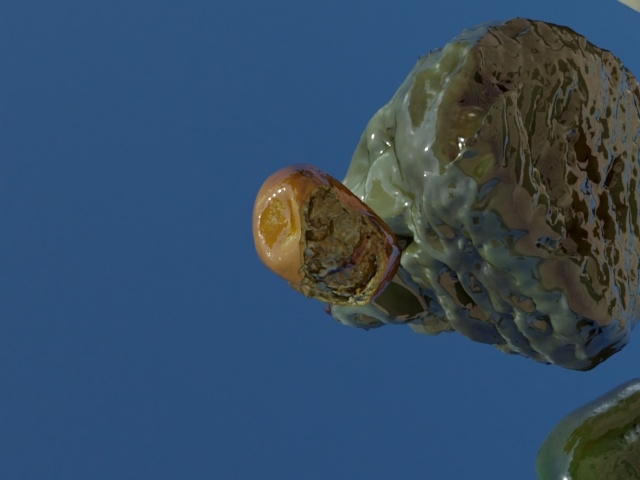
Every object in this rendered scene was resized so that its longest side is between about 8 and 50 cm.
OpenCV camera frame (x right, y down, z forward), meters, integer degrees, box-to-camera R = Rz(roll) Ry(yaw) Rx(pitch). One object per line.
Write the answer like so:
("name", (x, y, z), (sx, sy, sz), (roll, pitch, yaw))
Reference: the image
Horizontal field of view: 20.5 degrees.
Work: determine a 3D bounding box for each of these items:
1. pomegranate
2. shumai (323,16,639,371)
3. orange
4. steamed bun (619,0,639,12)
("pomegranate", (0.245, 0.190, 1.381), (0.152, 0.191, 0.131), (-30, -115, -6))
("shumai", (0.107, -0.027, 1.210), (0.256, 0.218, 0.189), (56, -139, -26))
("orange", (0.000, 0.000, 0.941), (0.086, 0.062, 0.086), (39, -170, -8))
("steamed bun", (0.321, -0.256, 1.387), (0.276, 0.289, 0.203), (6, -95, 10))
